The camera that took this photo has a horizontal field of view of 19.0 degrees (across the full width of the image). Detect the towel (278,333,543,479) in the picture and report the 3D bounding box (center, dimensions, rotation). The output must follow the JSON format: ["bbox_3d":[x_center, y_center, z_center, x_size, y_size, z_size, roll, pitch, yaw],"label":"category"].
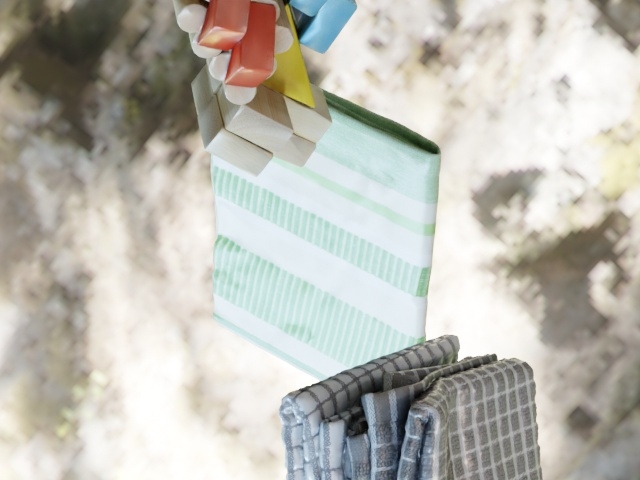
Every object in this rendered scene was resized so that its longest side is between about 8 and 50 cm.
[{"bbox_3d":[0.089,0.226,1.453,0.235,0.121,0.283,-12,-80,-57],"label":"towel"}]

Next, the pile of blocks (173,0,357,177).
[{"bbox_3d":[-0.043,-0.180,1.140,0.112,0.149,0.362,-106,-5,-52],"label":"pile of blocks"}]

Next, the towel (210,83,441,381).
[{"bbox_3d":[0.000,0.000,1.699,0.248,0.325,0.038,28,-133,28],"label":"towel"}]
